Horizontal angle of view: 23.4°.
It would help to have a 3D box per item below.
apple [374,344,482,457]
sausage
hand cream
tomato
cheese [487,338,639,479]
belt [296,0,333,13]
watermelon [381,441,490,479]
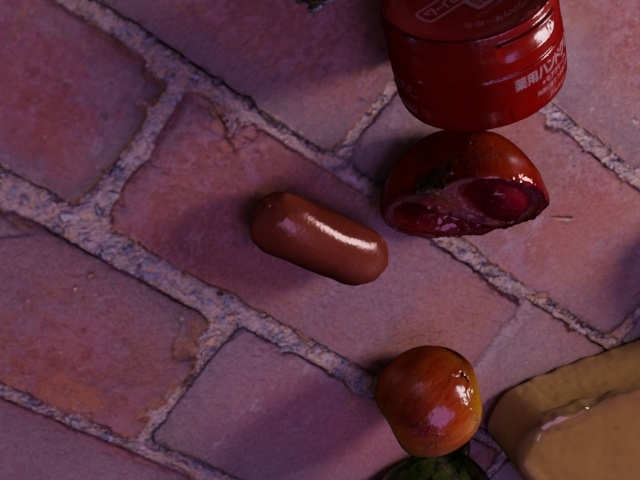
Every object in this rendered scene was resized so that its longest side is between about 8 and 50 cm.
[{"bbox_3d":[0.139,0.197,1.928,0.146,0.146,0.146,-14,126,-20],"label":"apple"},{"bbox_3d":[0.000,0.000,1.768,0.194,0.077,0.077,22,108,-37],"label":"sausage"},{"bbox_3d":[0.163,-0.216,1.636,0.193,0.193,0.125,-27,133,-10],"label":"hand cream"},{"bbox_3d":[0.167,-0.073,1.800,0.189,0.099,0.173,-13,157,29],"label":"tomato"},{"bbox_3d":[0.421,0.311,2.179,0.384,0.104,0.384,-14,126,-20],"label":"cheese"},{"bbox_3d":[0.050,-0.313,1.595,0.179,0.065,0.100,-23,119,-12],"label":"belt"},{"bbox_3d":[0.158,0.387,2.075,0.232,0.127,0.204,-48,127,0],"label":"watermelon"}]
